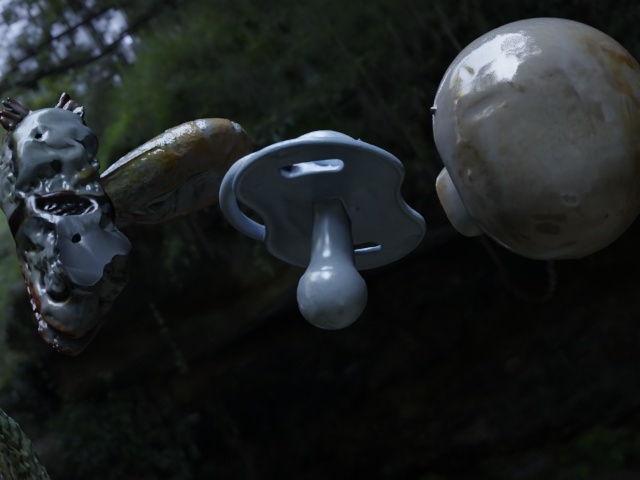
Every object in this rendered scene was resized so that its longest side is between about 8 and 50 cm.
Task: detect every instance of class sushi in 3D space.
[{"bbox_3d":[-0.305,-0.027,1.720,0.124,0.332,0.130,-3,-36,-32],"label":"sushi"}]

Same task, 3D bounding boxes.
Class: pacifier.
[{"bbox_3d":[0.000,0.000,1.692,0.238,0.226,0.287,-8,-35,9],"label":"pacifier"}]

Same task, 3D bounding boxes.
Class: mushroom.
[{"bbox_3d":[0.258,-0.111,1.749,0.292,0.293,0.290,-25,-5,-20],"label":"mushroom"}]

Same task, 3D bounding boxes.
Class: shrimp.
[{"bbox_3d":[-0.230,-0.062,1.971,0.317,0.077,0.168,-28,-38,-13],"label":"shrimp"}]

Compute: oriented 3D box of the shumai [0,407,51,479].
[{"bbox_3d":[-0.355,0.311,1.289,0.263,0.304,0.309,-25,-23,-3],"label":"shumai"}]
